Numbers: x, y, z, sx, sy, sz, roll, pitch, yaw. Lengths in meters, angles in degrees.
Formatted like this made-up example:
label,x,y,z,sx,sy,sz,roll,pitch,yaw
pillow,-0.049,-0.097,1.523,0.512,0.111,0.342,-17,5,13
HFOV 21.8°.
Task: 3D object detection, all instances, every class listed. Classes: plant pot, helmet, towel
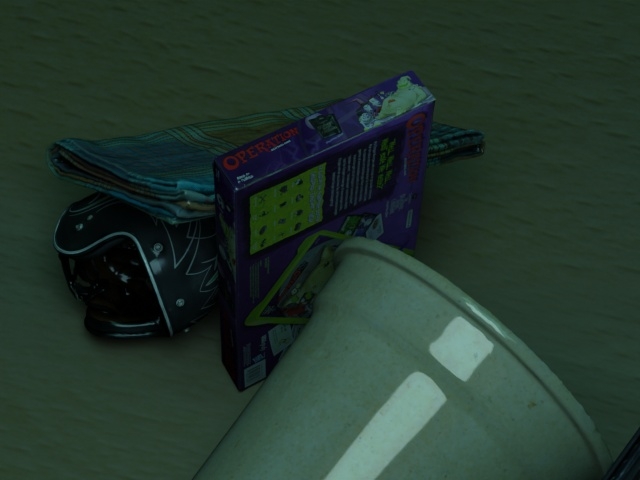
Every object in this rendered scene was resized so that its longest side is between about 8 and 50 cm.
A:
label,x,y,z,sx,sy,sz,roll,pitch,yaw
plant pot,0.039,0.221,1.487,0.334,0.334,0.305,38,74,20
helmet,-0.171,0.017,1.674,0.162,0.169,0.169,-4,56,15
towel,-0.056,-0.092,1.677,0.370,0.040,0.271,-14,20,-33

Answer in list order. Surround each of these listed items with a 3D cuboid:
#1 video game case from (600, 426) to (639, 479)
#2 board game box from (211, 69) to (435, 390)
label,x,y,z,sx,sy,sz,roll,pitch,yaw
video game case,0.324,0.285,1.482,0.035,0.275,0.248,8,48,48
board game box,0.000,0.000,1.584,0.208,0.347,0.056,-22,59,-17
